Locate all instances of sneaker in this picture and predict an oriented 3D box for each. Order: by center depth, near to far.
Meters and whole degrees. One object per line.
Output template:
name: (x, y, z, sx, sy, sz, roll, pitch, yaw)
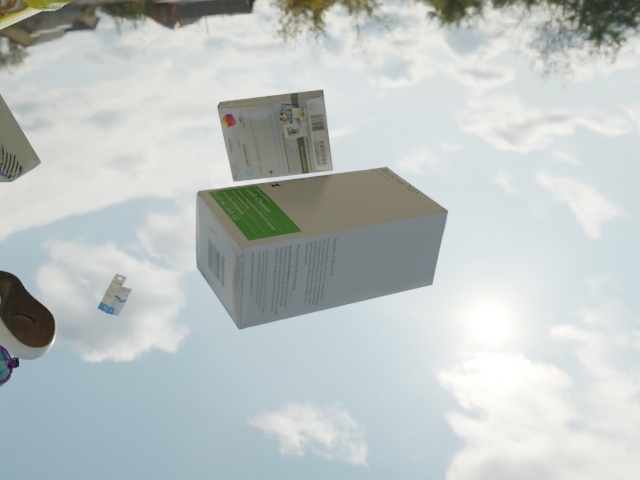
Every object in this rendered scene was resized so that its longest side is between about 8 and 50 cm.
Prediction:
sneaker: (-0.576, 0.166, 1.241, 0.106, 0.123, 0.290, 13, -167, -41)

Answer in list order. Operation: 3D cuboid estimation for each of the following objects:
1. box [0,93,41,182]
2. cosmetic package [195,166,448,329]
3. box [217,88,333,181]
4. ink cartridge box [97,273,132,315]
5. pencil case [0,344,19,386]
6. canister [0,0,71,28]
box: (-0.762, -0.270, 1.508, 0.113, 0.275, 0.094, 3, -143, 39)
cosmetic package: (0.000, 0.000, 1.092, 0.366, 0.155, 0.197, -12, -146, -28)
box: (-0.077, -0.185, 1.188, 0.186, 0.145, 0.038, -7, -150, 3)
ink cartridge box: (-0.435, 0.116, 1.425, 0.028, 0.083, 0.048, 24, 174, 18)
pencil case: (-0.496, 0.192, 0.920, 0.152, 0.064, 0.070, -26, -126, 19)
canister: (-0.369, -0.293, 0.726, 0.170, 0.126, 0.073, -13, -166, 23)
